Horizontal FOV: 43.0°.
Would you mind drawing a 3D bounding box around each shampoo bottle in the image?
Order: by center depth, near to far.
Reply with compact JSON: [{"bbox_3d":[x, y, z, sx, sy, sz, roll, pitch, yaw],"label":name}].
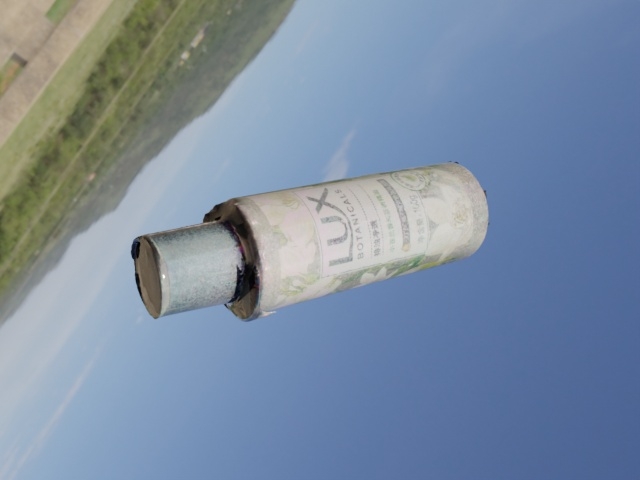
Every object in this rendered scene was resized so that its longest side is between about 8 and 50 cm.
[{"bbox_3d":[0.000,0.000,0.464,0.214,0.072,0.072,-13,172,-33],"label":"shampoo bottle"}]
